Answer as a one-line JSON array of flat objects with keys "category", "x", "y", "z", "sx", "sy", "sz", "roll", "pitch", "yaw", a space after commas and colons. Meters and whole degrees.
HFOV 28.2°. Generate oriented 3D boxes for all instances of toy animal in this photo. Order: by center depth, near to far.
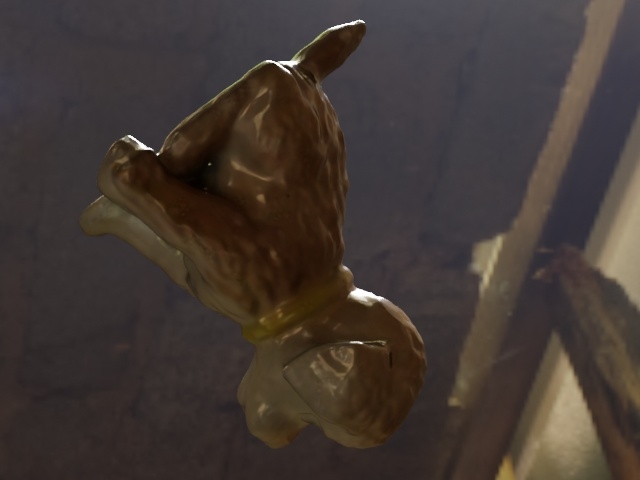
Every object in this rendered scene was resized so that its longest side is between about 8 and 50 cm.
[{"category": "toy animal", "x": 0.007, "y": -0.001, "z": 0.635, "sx": 0.185, "sy": 0.184, "sz": 0.104, "roll": 49, "pitch": -21, "yaw": 8}]
